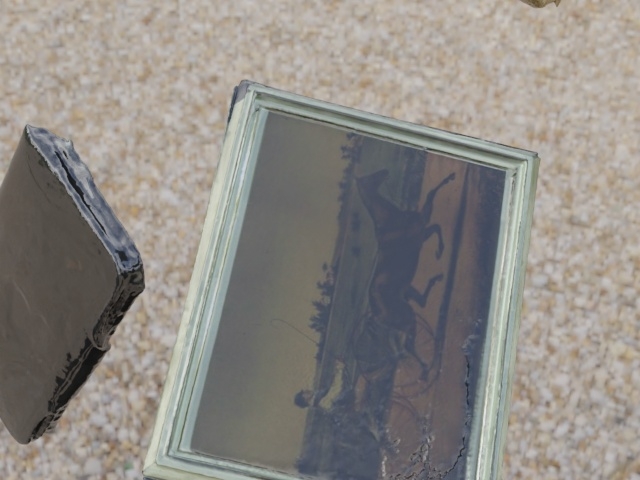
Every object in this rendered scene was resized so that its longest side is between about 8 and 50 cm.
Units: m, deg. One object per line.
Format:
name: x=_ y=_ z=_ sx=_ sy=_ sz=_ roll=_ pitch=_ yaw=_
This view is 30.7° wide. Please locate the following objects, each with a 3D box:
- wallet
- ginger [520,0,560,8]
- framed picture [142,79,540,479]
wallet: x=-0.290 y=0.061 z=1.193 sx=0.051 sy=0.377 sz=0.197 roll=-26 pitch=71 yaw=-42
ginger: x=0.129 y=-0.269 z=0.930 sx=0.074 sy=0.137 sz=0.213 roll=-32 pitch=50 yaw=-9
framed picture: x=0.023 y=0.034 z=0.668 sx=0.197 sy=0.014 sz=0.252 roll=13 pitch=65 yaw=-5
